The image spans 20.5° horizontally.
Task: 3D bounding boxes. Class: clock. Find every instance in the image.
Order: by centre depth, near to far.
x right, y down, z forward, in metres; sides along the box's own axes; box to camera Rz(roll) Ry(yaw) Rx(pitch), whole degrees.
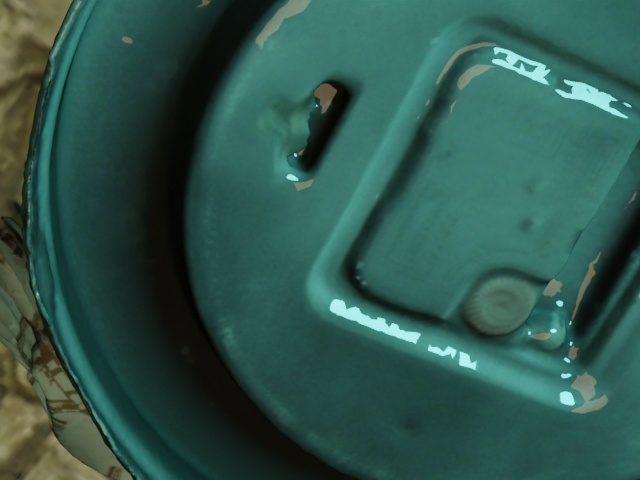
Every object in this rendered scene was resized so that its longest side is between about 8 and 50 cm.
[{"bbox_3d":[0.066,-0.018,0.592,0.325,0.067,0.325,-2,117,-4],"label":"clock"}]

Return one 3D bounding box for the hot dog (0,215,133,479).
[{"bbox_3d":[0.000,0.000,0.678,0.270,0.082,0.162,-30,114,9],"label":"hot dog"}]
